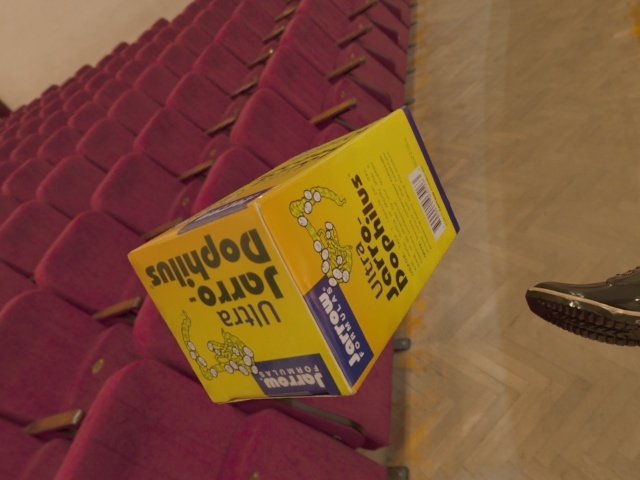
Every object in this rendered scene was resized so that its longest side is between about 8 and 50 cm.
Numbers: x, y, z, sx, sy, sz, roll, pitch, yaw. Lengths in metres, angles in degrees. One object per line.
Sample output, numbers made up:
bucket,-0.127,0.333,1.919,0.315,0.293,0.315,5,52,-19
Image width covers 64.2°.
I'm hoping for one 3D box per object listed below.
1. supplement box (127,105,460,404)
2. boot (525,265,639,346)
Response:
supplement box,0.000,0.000,0.609,0.194,0.195,0.356,-17,16,37
boot,0.333,0.039,0.533,0.198,0.077,0.137,12,66,36
